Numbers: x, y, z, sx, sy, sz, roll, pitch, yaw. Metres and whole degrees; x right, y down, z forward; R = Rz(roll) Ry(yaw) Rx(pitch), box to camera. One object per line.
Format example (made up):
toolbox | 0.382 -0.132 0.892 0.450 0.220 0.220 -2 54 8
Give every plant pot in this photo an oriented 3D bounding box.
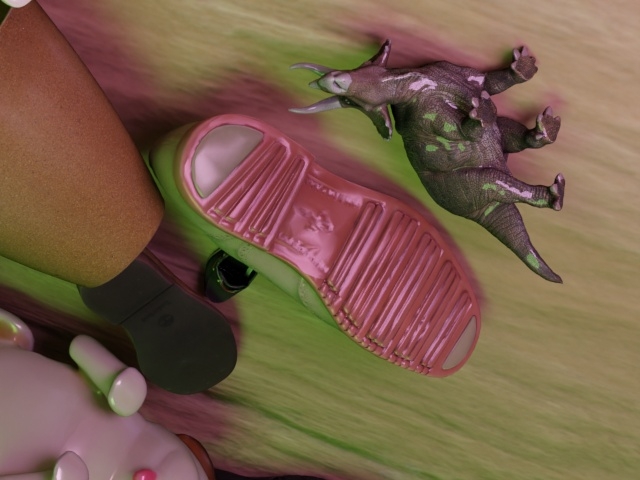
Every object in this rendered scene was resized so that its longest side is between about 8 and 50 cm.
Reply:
plant pot | -0.278 -0.078 1.540 0.237 0.237 0.254 -22 125 41

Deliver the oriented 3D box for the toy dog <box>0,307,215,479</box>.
toy dog | -0.320 0.274 1.898 0.408 0.284 0.395 28 140 -1

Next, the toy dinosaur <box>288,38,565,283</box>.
toy dinosaur | 0.131 -0.087 1.459 0.160 0.121 0.313 -5 140 46

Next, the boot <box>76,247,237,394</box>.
boot | -0.185 0.066 1.789 0.112 0.115 0.305 -33 140 1

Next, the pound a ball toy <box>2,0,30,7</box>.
pound a ball toy | -0.362 -0.352 1.374 0.319 0.135 0.208 49 160 -29

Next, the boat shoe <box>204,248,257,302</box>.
boat shoe | -0.097 0.033 1.737 0.049 0.042 0.133 27 142 -11

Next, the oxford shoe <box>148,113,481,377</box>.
oxford shoe | 0.000 0.000 1.615 0.397 0.140 0.146 40 166 -25

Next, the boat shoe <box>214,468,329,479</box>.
boat shoe | -0.060 0.370 2.035 0.324 0.122 0.120 6 124 32
